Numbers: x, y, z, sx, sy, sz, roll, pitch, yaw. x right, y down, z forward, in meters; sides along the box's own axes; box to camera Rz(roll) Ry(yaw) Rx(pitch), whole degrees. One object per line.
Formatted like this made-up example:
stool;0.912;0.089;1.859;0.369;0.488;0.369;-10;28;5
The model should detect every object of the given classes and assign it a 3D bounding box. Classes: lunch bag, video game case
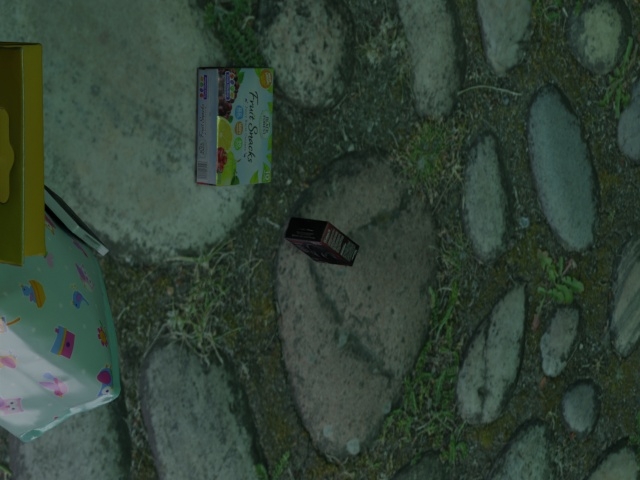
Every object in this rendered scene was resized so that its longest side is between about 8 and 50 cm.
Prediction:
lunch bag;-0.328;0.038;1.956;0.223;0.160;0.262;43;27;-43
video game case;-0.274;-0.028;2.037;0.011;0.087;0.122;-43;165;-2

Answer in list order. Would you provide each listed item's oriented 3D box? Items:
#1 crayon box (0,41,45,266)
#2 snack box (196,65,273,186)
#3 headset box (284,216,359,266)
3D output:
crayon box;-0.358;-0.088;1.781;0.081;0.318;0.202;-8;102;-49
snack box;-0.103;-0.139;2.290;0.100;0.037;0.141;-7;102;-50
headset box;0.000;0.000;2.414;0.083;0.062;0.032;36;68;-47
